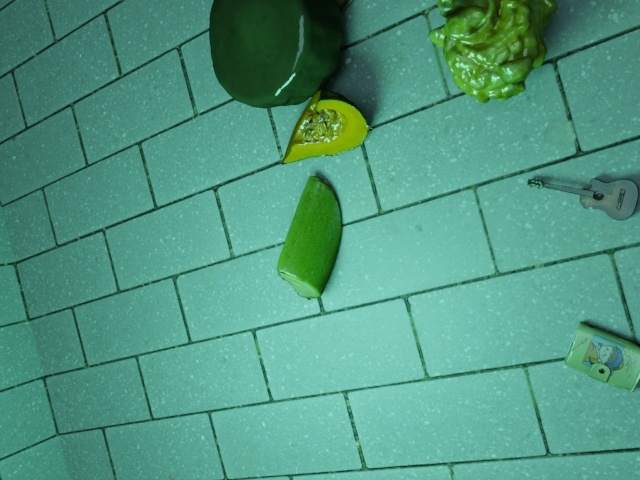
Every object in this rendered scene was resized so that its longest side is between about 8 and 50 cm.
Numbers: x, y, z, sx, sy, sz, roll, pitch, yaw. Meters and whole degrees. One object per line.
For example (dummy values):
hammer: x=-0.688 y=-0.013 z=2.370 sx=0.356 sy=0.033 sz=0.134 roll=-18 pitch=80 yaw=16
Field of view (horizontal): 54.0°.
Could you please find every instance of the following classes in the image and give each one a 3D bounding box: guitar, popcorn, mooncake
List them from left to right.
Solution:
mooncake: x=-0.118 y=-0.521 z=1.623 sx=0.356 sy=0.194 sz=0.356 roll=6 pitch=101 yaw=36
popcorn: x=0.368 y=-0.432 z=1.357 sx=0.242 sy=0.235 sz=0.250 roll=-5 pitch=73 yaw=52
guitar: x=0.575 y=-0.107 z=1.389 sx=0.233 sy=0.025 sz=0.088 roll=15 pitch=103 yaw=28

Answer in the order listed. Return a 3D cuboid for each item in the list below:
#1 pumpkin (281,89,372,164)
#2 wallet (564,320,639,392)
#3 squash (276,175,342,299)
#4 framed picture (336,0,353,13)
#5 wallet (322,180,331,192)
pumpkin: x=0.025 y=-0.290 z=1.643 sx=0.278 sy=0.163 sz=0.111 roll=-51 pitch=25 yaw=48
wallet: x=0.631 y=0.259 z=1.389 sx=0.155 sy=0.039 sz=0.110 roll=22 pitch=104 yaw=26
squash: x=0.000 y=0.000 z=1.710 sx=0.111 sy=0.203 sz=0.289 roll=10 pitch=68 yaw=26
framed picture: x=-0.011 y=-0.640 z=1.663 sx=0.231 sy=0.010 sz=0.173 roll=-40 pitch=76 yaw=26
wallet: x=-0.008 y=-0.126 z=1.717 sx=0.083 sy=0.011 sz=0.044 roll=-33 pitch=79 yaw=28
